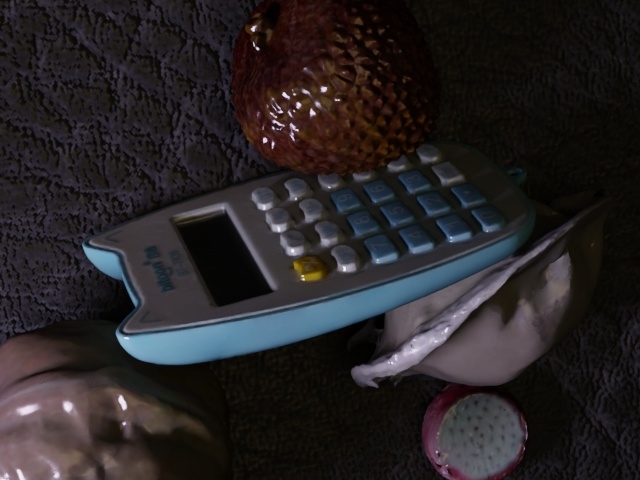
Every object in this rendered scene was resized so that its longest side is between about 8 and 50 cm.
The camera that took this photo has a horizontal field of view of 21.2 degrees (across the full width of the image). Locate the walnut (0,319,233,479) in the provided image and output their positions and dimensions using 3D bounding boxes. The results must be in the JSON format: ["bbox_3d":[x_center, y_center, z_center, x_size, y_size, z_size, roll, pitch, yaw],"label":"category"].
[{"bbox_3d":[-0.185,0.186,1.452,0.248,0.248,0.248,-1,94,-12],"label":"walnut"}]

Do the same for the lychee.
[{"bbox_3d":[0.011,-0.147,1.498,0.194,0.194,0.194,-1,94,-12],"label":"lychee"}]

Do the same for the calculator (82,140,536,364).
[{"bbox_3d":[0.000,0.000,1.476,0.386,0.256,0.054,-19,118,-9],"label":"calculator"}]

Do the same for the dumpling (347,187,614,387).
[{"bbox_3d":[0.164,0.057,1.537,0.293,0.204,0.163,-36,115,-14],"label":"dumpling"}]

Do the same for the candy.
[{"bbox_3d":[0.147,0.182,1.621,0.103,0.043,0.103,-1,94,-13],"label":"candy"}]
